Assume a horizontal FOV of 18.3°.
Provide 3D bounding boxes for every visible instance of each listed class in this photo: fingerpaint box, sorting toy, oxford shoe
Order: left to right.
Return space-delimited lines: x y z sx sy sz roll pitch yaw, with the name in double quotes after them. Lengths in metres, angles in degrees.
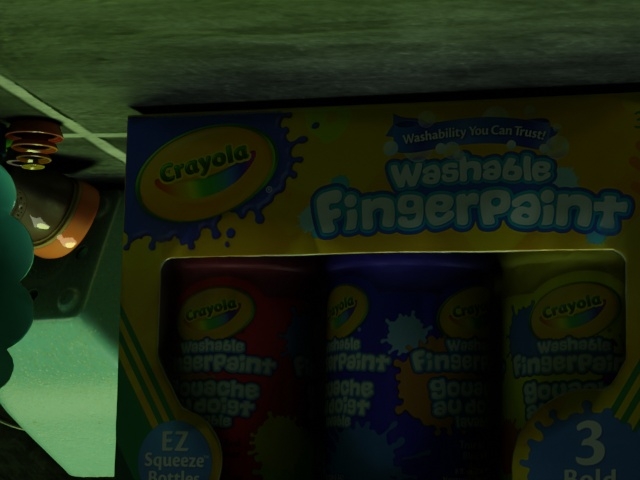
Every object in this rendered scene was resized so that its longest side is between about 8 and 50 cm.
-0.314 -0.029 1.881 0.098 0.097 0.271 30 153 -28 "oxford shoe"
-0.252 -0.074 1.668 0.061 0.042 0.102 5 171 -17 "sorting toy"
0.070 0.084 1.552 0.445 0.371 0.163 0 172 19 "fingerpaint box"

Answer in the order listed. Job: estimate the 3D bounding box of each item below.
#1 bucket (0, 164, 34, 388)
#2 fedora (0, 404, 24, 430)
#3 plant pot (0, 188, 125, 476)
-0.389 0.023 1.613 0.183 0.281 0.281 -3 170 39 "bucket"
-0.324 0.104 2.384 0.275 0.243 0.124 7 145 29 "fedora"
-0.203 0.076 2.000 0.247 0.247 0.252 -4 148 34 "plant pot"
